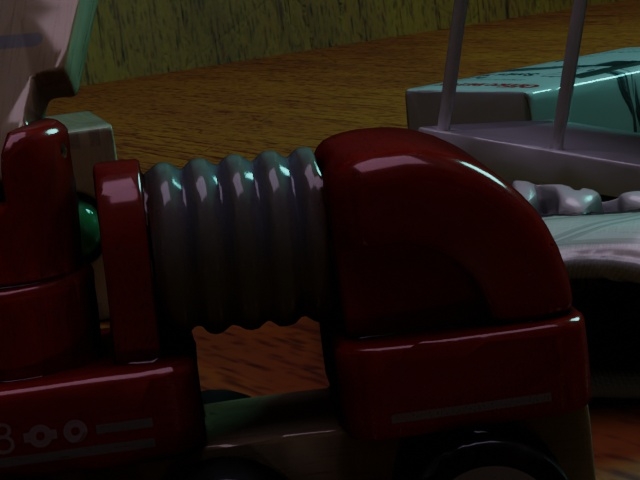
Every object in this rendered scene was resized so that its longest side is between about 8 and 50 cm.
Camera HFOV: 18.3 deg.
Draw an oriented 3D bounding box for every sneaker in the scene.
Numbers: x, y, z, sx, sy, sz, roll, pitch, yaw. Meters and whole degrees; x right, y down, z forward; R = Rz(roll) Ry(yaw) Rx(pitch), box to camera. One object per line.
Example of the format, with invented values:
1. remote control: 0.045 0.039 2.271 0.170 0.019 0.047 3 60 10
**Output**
1. sneaker: 0.175 0.014 0.839 0.292 0.110 0.118 -15 17 0

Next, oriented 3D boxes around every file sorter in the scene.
1. file sorter: 0.223 -0.106 1.051 0.277 0.173 0.193 11 9 27

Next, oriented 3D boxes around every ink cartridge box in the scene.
1. ink cartridge box: 0.184 -0.079 1.381 0.208 0.087 0.153 -13 11 -30

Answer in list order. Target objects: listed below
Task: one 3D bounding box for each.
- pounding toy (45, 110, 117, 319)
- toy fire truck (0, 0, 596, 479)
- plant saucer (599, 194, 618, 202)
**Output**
1. pounding toy: -0.168 -0.019 1.148 0.100 0.130 0.141 -9 10 -12
2. toy fire truck: -0.036 -0.009 0.646 0.217 0.246 0.158 -8 10 -3
3. plant saucer: 0.096 0.019 0.992 0.188 0.045 0.188 -7 9 -3
